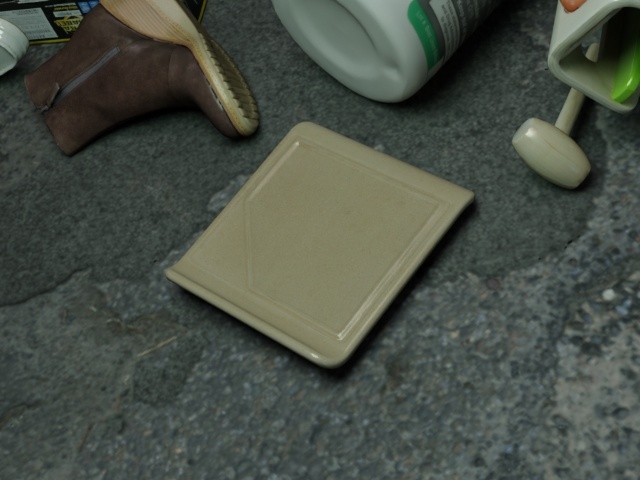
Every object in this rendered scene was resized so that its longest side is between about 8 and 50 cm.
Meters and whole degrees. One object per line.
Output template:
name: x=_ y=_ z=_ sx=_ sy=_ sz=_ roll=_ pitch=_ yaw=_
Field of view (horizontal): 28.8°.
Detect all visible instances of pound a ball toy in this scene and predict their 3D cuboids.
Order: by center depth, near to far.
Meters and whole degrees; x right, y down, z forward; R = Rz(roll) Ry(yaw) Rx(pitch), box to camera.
pound a ball toy: x=0.264 y=-0.235 z=1.175 sx=0.136 sy=0.208 sz=0.319 roll=28 pitch=55 yaw=-16

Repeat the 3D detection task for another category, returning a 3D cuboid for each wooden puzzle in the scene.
wooden puzzle: x=0.000 y=0.000 z=1.213 sx=0.221 sy=0.044 sz=0.238 roll=27 pitch=63 yaw=33

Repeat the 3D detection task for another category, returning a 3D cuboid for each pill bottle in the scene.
pill bottle: x=0.130 y=-0.333 z=1.300 sx=0.204 sy=0.204 sz=0.361 roll=31 pitch=70 yaw=34

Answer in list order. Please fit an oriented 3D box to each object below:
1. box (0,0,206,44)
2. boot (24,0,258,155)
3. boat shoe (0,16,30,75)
box: x=-0.247 y=-0.394 z=1.557 sx=0.257 sy=0.079 sz=0.322 roll=-3 pitch=55 yaw=19
boot: x=-0.199 y=-0.157 z=1.380 sx=0.207 sy=0.090 sz=0.248 roll=-40 pitch=67 yaw=12
boat shoe: x=-0.470 y=-0.192 z=1.481 sx=0.277 sy=0.098 sz=0.096 roll=-11 pitch=53 yaw=23
